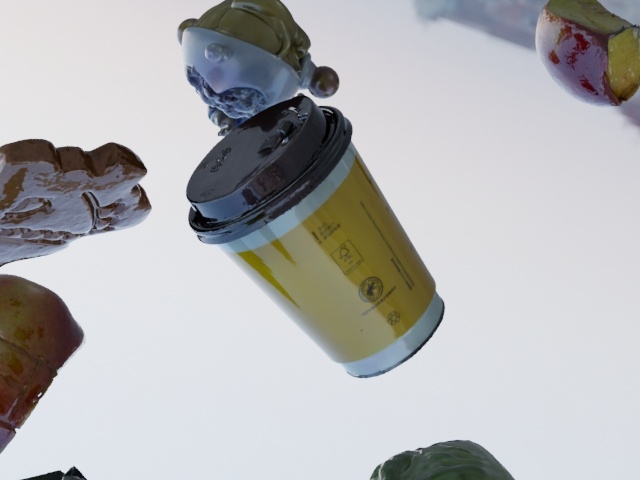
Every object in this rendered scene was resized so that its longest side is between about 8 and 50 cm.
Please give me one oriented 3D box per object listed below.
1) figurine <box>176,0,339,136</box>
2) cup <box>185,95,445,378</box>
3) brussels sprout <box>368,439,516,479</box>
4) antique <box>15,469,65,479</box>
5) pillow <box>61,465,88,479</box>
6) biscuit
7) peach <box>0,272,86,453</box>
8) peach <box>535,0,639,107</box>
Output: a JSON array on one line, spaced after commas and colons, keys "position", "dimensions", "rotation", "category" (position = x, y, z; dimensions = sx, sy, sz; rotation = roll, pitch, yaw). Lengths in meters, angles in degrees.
[{"position": [-0.090, -0.179, 2.141], "dimensions": [0.194, 0.133, 0.274], "rotation": [32, 155, -3], "category": "figurine"}, {"position": [0.000, 0.000, 1.926], "dimensions": [0.279, 0.196, 0.196], "rotation": [52, 177, -24], "category": "cup"}, {"position": [0.144, 0.349, 2.244], "dimensions": [0.244, 0.244, 0.244], "rotation": [19, -169, -4], "category": "brussels sprout"}, {"position": [-0.290, 0.375, 2.100], "dimensions": [0.081, 0.080, 0.221], "rotation": [-10, -121, -37], "category": "antique"}, {"position": [-0.236, 0.294, 1.996], "dimensions": [0.090, 0.048, 0.150], "rotation": [49, 167, -18], "category": "pillow"}, {"position": [-0.325, -0.021, 2.004], "dimensions": [0.284, 0.306, 0.043], "rotation": [22, -134, -64], "category": "biscuit"}, {"position": [-0.466, 0.182, 2.575], "dimensions": [0.245, 0.274, 0.248], "rotation": [18, 152, 14], "category": "peach"}, {"position": [0.321, -0.229, 2.251], "dimensions": [0.151, 0.118, 0.151], "rotation": [20, -156, -9], "category": "peach"}]
